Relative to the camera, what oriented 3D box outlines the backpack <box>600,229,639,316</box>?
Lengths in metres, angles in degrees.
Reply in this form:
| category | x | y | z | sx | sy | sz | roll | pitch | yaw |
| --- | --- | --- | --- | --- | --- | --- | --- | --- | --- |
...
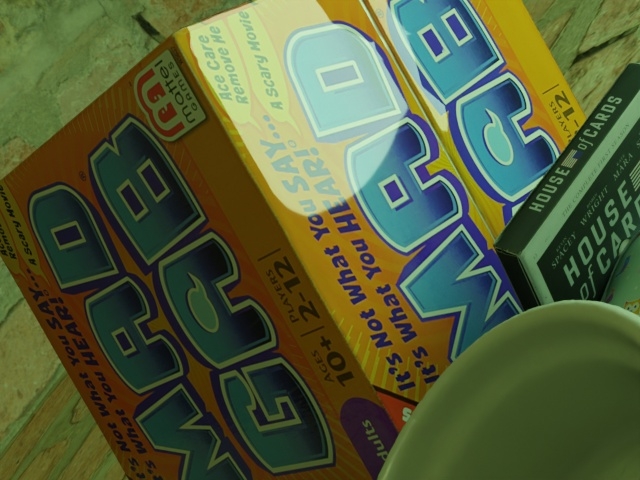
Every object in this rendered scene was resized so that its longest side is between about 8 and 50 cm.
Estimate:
| category | x | y | z | sx | sy | sz | roll | pitch | yaw |
| --- | --- | --- | --- | --- | --- | --- | --- | --- | --- |
| backpack | 0.274 | 0.049 | 0.860 | 0.166 | 0.144 | 0.188 | -34 | 16 | 52 |

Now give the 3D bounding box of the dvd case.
| category | x | y | z | sx | sy | sz | roll | pitch | yaw |
| --- | --- | --- | --- | --- | --- | --- | --- | --- | --- |
| dvd case | 0.215 | 0.018 | 0.934 | 0.029 | 0.239 | 0.179 | 20 | 62 | 40 |

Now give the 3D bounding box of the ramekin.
| category | x | y | z | sx | sy | sz | roll | pitch | yaw |
| --- | --- | --- | --- | --- | --- | --- | --- | --- | --- |
| ramekin | 0.149 | 0.184 | 0.722 | 0.277 | 0.135 | 0.277 | -43 | 32 | 36 |

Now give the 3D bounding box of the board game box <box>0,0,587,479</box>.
| category | x | y | z | sx | sy | sz | roll | pitch | yaw |
| --- | --- | --- | --- | --- | --- | --- | --- | --- | --- |
| board game box | 0.000 | 0.000 | 1.101 | 0.356 | 0.356 | 0.356 | -31 | 3 | -41 |
